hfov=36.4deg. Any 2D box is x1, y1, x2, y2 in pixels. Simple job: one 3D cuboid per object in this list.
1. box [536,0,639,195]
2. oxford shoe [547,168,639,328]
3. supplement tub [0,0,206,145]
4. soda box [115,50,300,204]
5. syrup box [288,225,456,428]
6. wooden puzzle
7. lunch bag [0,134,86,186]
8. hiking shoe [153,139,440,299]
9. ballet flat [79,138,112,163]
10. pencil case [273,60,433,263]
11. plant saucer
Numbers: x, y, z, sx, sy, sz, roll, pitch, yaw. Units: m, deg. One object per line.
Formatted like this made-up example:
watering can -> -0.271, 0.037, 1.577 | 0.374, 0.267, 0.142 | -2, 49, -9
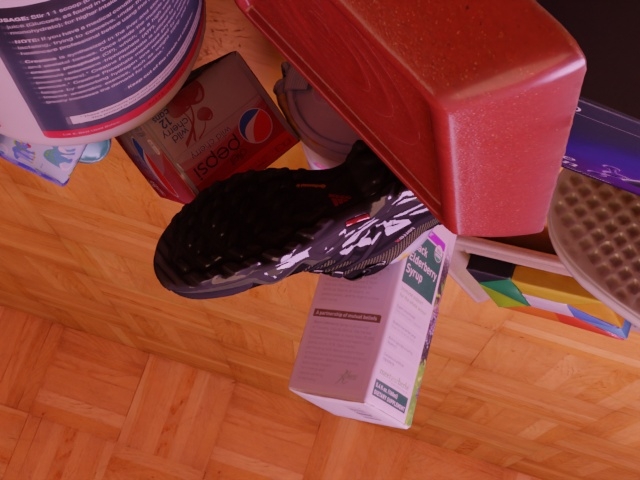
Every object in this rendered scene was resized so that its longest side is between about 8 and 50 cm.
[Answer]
box -> 0.199, -0.087, 0.565 | 0.261, 0.103, 0.184 | 20, 176, -3
oxford shoe -> 0.392, 0.033, 0.731 | 0.449, 0.169, 0.130 | 14, -178, 12
supplement tub -> -0.168, -0.187, 0.556 | 0.191, 0.191, 0.272 | 18, 163, 3
soda box -> -0.106, -0.087, 0.805 | 0.083, 0.092, 0.263 | 53, 170, -14
syrup box -> 0.059, 0.058, 0.982 | 0.096, 0.237, 0.093 | 4, 158, 35
wooden puzzle -> 0.259, 0.058, 1.076 | 0.238, 0.044, 0.221 | 9, 164, 27
lunch bag -> -0.285, -0.141, 0.930 | 0.151, 0.096, 0.129 | 28, 136, -14
hiking shoe -> 0.000, 0.000, 0.678 | 0.226, 0.086, 0.114 | -20, 144, 3
ballet flat -> -0.313, -0.156, 1.032 | 0.213, 0.072, 0.068 | 34, -176, -39
pencil case -> 0.039, -0.069, 0.825 | 0.124, 0.114, 0.273 | -2, 160, 7
plant saucer -> 0.013, -0.112, 0.488 | 0.259, 0.047, 0.258 | 49, 178, 16
